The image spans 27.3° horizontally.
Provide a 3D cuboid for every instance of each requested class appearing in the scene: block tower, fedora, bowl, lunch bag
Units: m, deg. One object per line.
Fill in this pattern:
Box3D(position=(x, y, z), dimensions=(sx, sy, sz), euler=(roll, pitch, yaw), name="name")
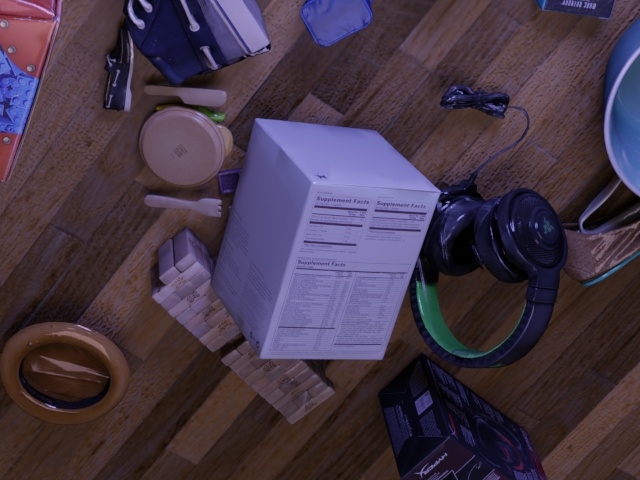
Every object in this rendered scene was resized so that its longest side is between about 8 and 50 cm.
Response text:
Box3D(position=(-0.120, 0.130, 1.976), dimensions=(0.091, 0.097, 0.335), euler=(-37, 117, 12), name="block tower")
Box3D(position=(-0.379, 0.185, 1.971), dimensions=(0.194, 0.079, 0.194), euler=(-1, 118, -2), name="fedora")
Box3D(position=(0.523, -0.213, 1.842), dimensions=(0.311, 0.163, 0.312), euler=(-4, 120, -7), name="bowl")
Box3D(position=(0.025, -0.308, 1.763), dimensions=(0.098, 0.065, 0.067), euler=(-25, 105, 7), name="lunch bag")

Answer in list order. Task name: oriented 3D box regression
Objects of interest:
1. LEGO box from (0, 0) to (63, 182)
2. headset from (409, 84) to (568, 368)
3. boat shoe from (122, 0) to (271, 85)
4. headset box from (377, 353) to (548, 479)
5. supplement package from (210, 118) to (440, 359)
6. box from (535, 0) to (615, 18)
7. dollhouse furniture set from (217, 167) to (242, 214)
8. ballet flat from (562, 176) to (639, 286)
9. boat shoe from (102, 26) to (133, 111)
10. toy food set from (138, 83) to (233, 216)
Box3D(position=(-0.478, -0.300, 1.432), dimensions=(0.372, 0.500, 0.193), euler=(16, 115, -17), name="LEGO box")
Box3D(position=(0.218, -0.016, 1.871), dimensions=(0.185, 0.243, 0.394), euler=(7, 90, -42), name="headset")
Box3D(position=(-0.198, -0.328, 1.649), dimensions=(0.158, 0.127, 0.340), euler=(-25, 136, 9), name="boat shoe")
Box3D(position=(0.244, 0.345, 2.086), dimensions=(0.293, 0.218, 0.110), euler=(37, 109, -26), name="headset box")
Box3D(position=(0.000, 0.000, 1.790), dimensions=(0.198, 0.199, 0.263), euler=(3, 117, -29), name="supplement package")
Box3D(position=(0.363, -0.424, 1.753), dimensions=(0.100, 0.060, 0.244), euler=(5, 119, -11), name="box")
Box3D(position=(-0.093, -0.038, 1.888), dimensions=(0.091, 0.081, 0.114), euler=(-9, 121, -4), name="dollhouse furniture set")
Box3D(position=(0.504, -0.060, 1.974), dimensions=(0.342, 0.116, 0.124), euler=(-28, 101, 12), name="ballet flat")
Box3D(position=(-0.272, -0.230, 1.771), dimensions=(0.038, 0.046, 0.125), euler=(-1, 128, -14), name="boat shoe")
Box3D(position=(-0.188, -0.132, 1.844), dimensions=(0.132, 0.038, 0.192), euler=(8, 118, 4), name="toy food set")
